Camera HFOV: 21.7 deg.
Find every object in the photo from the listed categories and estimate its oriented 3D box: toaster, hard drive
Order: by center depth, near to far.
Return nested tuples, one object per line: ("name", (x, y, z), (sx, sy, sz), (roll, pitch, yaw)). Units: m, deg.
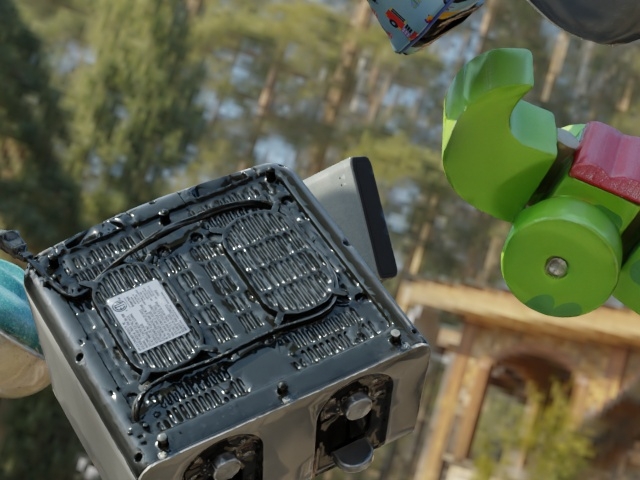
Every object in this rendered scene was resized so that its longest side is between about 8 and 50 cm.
("toaster", (-0.058, 0.056, 0.889), (0.185, 0.168, 0.110), (52, -25, 35))
("hard drive", (0.000, 0.000, 1.278), (0.022, 0.094, 0.135), (-7, -11, -39))

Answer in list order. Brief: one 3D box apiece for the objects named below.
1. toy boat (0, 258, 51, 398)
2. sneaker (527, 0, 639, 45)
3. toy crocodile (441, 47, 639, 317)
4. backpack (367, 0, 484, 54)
("toy boat", (-0.276, 0.101, 1.653), (0.318, 0.148, 0.267), (32, -8, -3))
("sneaker", (0.042, -0.125, 0.476), (0.094, 0.091, 0.258), (20, 16, -16))
("toy crocodile", (0.209, 0.013, 0.934), (0.340, 0.115, 0.105), (33, -54, -3))
("backpack", (0.062, -0.193, 0.887), (0.117, 0.173, 0.158), (32, -18, -8))
